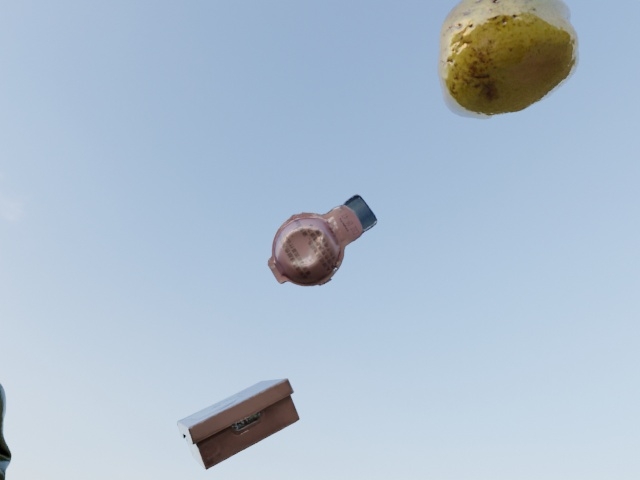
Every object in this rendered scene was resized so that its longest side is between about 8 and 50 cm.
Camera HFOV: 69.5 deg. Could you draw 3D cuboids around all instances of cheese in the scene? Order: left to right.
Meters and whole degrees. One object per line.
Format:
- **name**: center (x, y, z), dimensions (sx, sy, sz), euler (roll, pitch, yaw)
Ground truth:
- **cheese**: center (0.000, 0.000, 1.113), dimensions (0.286, 0.189, 0.074), euler (-36, -12, 2)

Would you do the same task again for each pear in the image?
- **pear**: center (0.353, -0.355, 0.891), dimensions (0.271, 0.271, 0.271), euler (4, -42, 4)

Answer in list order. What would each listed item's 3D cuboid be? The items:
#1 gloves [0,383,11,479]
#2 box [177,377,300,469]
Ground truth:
- **gloves**: center (-0.460, 0.266, 0.577), dimensions (0.107, 0.268, 0.135), euler (-19, -19, 26)
- **box**: center (-0.170, 0.370, 0.952), dimensions (0.215, 0.086, 0.215), euler (-20, -8, -27)
